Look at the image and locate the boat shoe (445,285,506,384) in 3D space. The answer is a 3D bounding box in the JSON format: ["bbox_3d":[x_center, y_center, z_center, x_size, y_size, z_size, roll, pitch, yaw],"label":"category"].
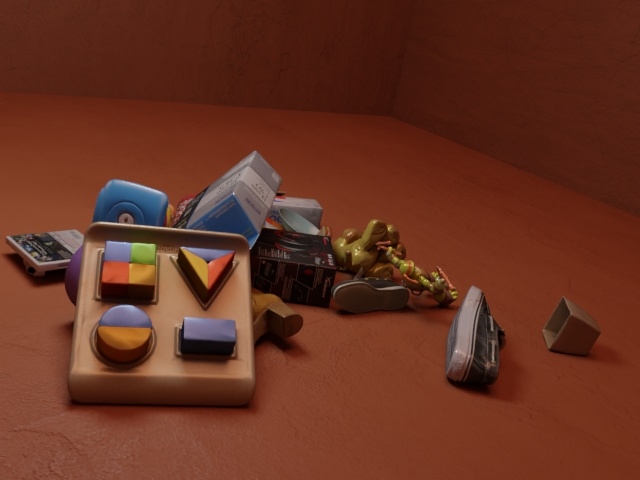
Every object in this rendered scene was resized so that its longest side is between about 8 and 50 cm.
[{"bbox_3d":[0.357,0.224,1.636,0.119,0.121,0.335,21,32,5],"label":"boat shoe"}]

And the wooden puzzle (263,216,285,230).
[{"bbox_3d":[-0.143,-0.022,2.022,0.239,0.044,0.221,26,16,-16],"label":"wooden puzzle"}]

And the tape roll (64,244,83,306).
[{"bbox_3d":[-0.414,0.082,1.469,0.189,0.188,0.080,-6,25,-40],"label":"tape roll"}]

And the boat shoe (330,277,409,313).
[{"bbox_3d":[0.113,0.131,1.785,0.228,0.081,0.069,6,18,-34],"label":"boat shoe"}]

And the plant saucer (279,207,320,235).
[{"bbox_3d":[-0.051,-0.020,2.084,0.195,0.037,0.195,36,14,-11],"label":"plant saucer"}]

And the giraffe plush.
[{"bbox_3d":[0.101,0.032,1.979,0.210,0.181,0.170,-40,31,-20],"label":"giraffe plush"}]

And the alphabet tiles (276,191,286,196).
[{"bbox_3d":[-0.253,-0.137,2.275,0.237,0.009,0.198,1,-8,-25],"label":"alphabet tiles"}]

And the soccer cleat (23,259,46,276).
[{"bbox_3d":[-0.656,0.059,1.640,0.083,0.029,0.036,29,22,30],"label":"soccer cleat"}]

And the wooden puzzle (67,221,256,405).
[{"bbox_3d":[-0.278,0.121,1.320,0.322,0.080,0.347,5,58,-17],"label":"wooden puzzle"}]

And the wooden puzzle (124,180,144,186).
[{"bbox_3d":[-0.626,-0.176,2.319,0.079,0.014,0.116,19,21,21],"label":"wooden puzzle"}]

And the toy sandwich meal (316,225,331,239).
[{"bbox_3d":[0.000,0.000,1.957,0.029,0.085,0.085,29,10,-28],"label":"toy sandwich meal"}]

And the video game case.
[{"bbox_3d":[-0.614,0.021,1.689,0.173,0.022,0.190,-8,25,-42],"label":"video game case"}]

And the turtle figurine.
[{"bbox_3d":[0.262,0.102,1.823,0.270,0.087,0.217,29,-2,43],"label":"turtle figurine"}]

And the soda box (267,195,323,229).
[{"bbox_3d":[-0.144,-0.079,2.190,0.286,0.098,0.091,3,21,-18],"label":"soda box"}]

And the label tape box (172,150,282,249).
[{"bbox_3d":[-0.245,-0.044,1.733,0.115,0.249,0.347,49,27,-17],"label":"label tape box"}]

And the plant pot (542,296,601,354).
[{"bbox_3d":[0.624,0.221,1.781,0.096,0.109,0.109,24,20,1],"label":"plant pot"}]

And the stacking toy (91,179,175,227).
[{"bbox_3d":[-0.428,-0.063,1.798,0.166,0.175,0.302,15,9,5],"label":"stacking toy"}]

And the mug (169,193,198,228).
[{"bbox_3d":[-0.336,-0.048,1.973,0.150,0.113,0.169,-5,23,4],"label":"mug"}]

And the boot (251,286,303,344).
[{"bbox_3d":[-0.204,0.167,1.514,0.295,0.104,0.211,-9,19,-40],"label":"boot"}]

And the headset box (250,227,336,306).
[{"bbox_3d":[-0.119,0.055,1.814,0.293,0.110,0.218,8,20,-6],"label":"headset box"}]
